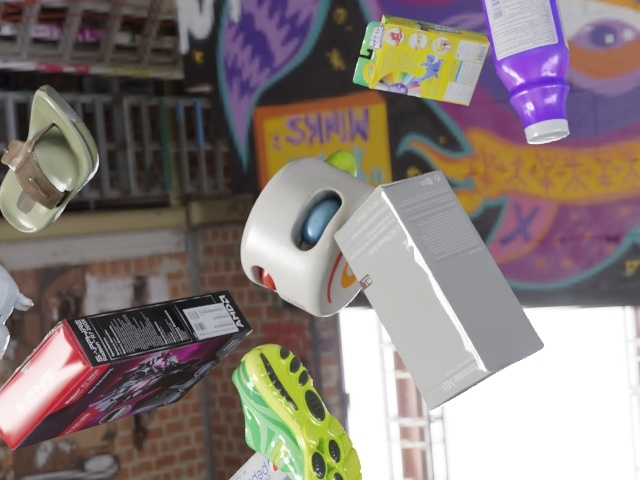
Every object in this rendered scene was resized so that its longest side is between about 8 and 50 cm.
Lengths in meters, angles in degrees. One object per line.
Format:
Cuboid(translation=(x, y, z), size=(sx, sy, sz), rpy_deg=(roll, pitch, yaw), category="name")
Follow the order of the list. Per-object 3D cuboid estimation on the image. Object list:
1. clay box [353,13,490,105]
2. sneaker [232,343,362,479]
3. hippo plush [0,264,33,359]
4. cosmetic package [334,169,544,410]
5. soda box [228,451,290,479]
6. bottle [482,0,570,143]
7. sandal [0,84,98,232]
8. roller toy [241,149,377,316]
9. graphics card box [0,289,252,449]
Cuboid(translation=(0.176, -0.324, 1.977), size=(0.222, 0.127, 0.053), rpy_deg=(10, -148, -11), category="clay box")
Cuboid(translation=(-0.035, 0.294, 1.638), size=(0.109, 0.296, 0.123), rpy_deg=(-23, 175, -38), category="sneaker")
Cuboid(translation=(-0.545, 0.113, 1.673), size=(0.236, 0.294, 0.234), rpy_deg=(-2, 155, 24), category="hippo plush")
Cuboid(translation=(0.130, 0.056, 1.248), size=(0.107, 0.238, 0.127), rpy_deg=(-16, 160, -36), category="cosmetic package")
Cuboid(translation=(-0.085, 0.485, 2.367), size=(0.098, 0.091, 0.286), rpy_deg=(-4, 147, -39), category="soda box")
Cuboid(translation=(0.332, -0.297, 1.749), size=(0.118, 0.283, 0.092), rpy_deg=(-14, 169, 22), category="bottle")
Cuboid(translation=(-0.388, -0.090, 1.514), size=(0.086, 0.120, 0.303), rpy_deg=(-38, 171, -42), category="sandal")
Cuboid(translation=(0.000, 0.000, 1.478), size=(0.146, 0.209, 0.191), rpy_deg=(28, -148, 21), category="roller toy")
Cuboid(translation=(-0.305, 0.195, 1.732), size=(0.233, 0.094, 0.371), rpy_deg=(-44, 161, 29), category="graphics card box")
